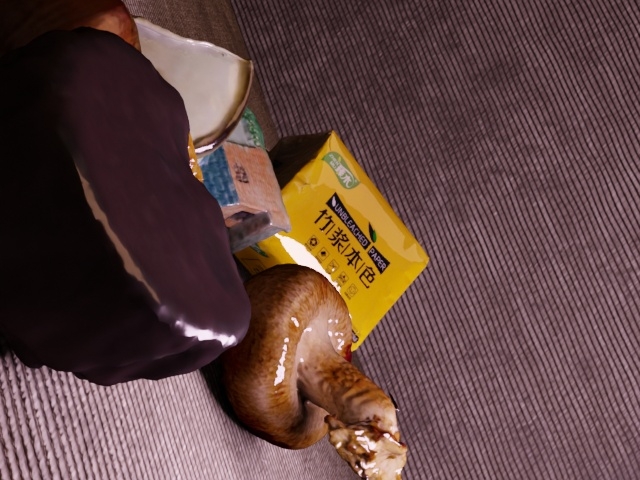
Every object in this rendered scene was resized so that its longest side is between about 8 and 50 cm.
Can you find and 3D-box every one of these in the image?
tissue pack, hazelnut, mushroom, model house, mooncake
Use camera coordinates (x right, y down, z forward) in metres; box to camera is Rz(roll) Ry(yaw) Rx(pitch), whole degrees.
[{"bbox_3d":[0.000,0.000,2.168,0.382,0.293,0.228,51,-24,-21],"label":"tissue pack"},{"bbox_3d":[-0.318,-0.238,1.284,0.210,0.186,0.210,63,-1,1],"label":"hazelnut"},{"bbox_3d":[-0.017,0.202,1.726,0.331,0.356,0.334,44,55,-35],"label":"mushroom"},{"bbox_3d":[-0.234,-0.124,1.819,0.325,0.194,0.267,17,53,-64],"label":"model house"},{"bbox_3d":[-0.285,-0.231,1.626,0.292,0.212,0.217,22,79,-39],"label":"mushroom"},{"bbox_3d":[-0.250,-0.038,1.086,0.350,0.212,0.381,52,19,-52],"label":"mooncake"}]

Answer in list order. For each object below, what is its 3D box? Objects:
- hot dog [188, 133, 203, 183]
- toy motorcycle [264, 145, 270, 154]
[{"bbox_3d":[-0.251,-0.078,1.442,0.150,0.153,0.257,29,-40,51],"label":"hot dog"},{"bbox_3d":[-0.132,-0.104,2.365,0.241,0.182,0.319,-100,165,-61],"label":"toy motorcycle"}]
